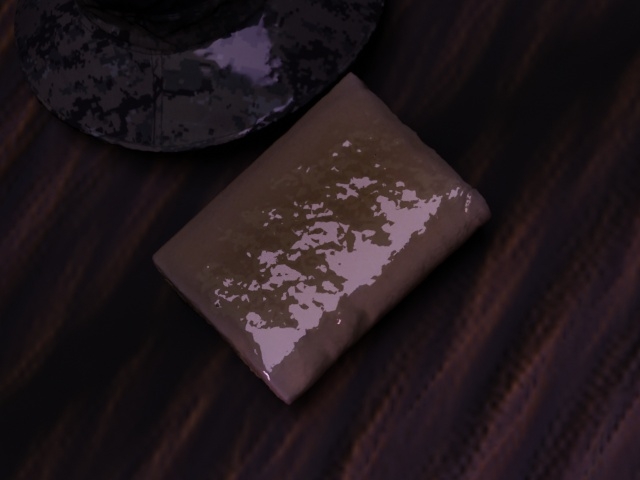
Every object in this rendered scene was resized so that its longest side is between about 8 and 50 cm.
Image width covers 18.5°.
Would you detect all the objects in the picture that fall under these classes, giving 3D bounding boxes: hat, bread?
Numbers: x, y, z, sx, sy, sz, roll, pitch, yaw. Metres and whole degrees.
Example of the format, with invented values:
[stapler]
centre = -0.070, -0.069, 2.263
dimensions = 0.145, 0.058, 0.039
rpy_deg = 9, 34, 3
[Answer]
[hat]
centre = -0.095, -0.187, 1.261
dimensions = 0.265, 0.128, 0.265
rpy_deg = -6, 62, 12
[bread]
centre = 0.000, 0.000, 1.223
dimensions = 0.178, 0.060, 0.139
rpy_deg = -41, 66, -6
